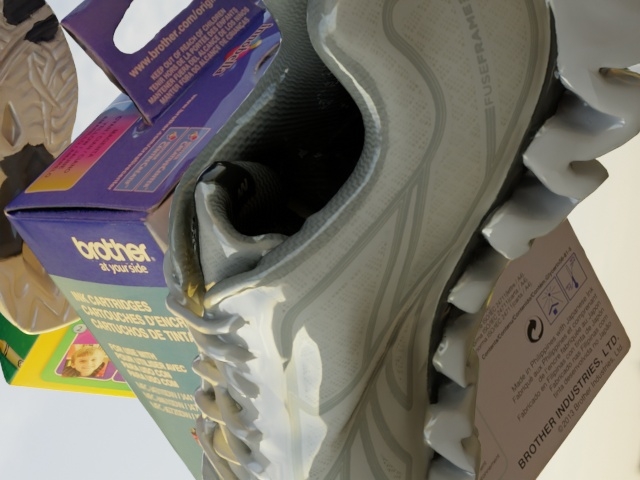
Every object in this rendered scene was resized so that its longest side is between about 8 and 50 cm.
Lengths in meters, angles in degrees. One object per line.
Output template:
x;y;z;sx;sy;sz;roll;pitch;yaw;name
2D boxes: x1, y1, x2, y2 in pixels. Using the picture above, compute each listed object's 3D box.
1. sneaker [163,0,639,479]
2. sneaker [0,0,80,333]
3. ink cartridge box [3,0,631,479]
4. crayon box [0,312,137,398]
-0.003;0.026;0.565;0.118;0.110;0.292;-6;-56;-39;sneaker
-0.211;-0.068;1.193;0.153;0.094;0.235;33;142;61;sneaker
0.000;0.000;1.090;0.270;0.151;0.395;-48;-57;-31;ink cartridge box
-0.103;0.049;1.447;0.165;0.278;0.081;-55;40;34;crayon box
